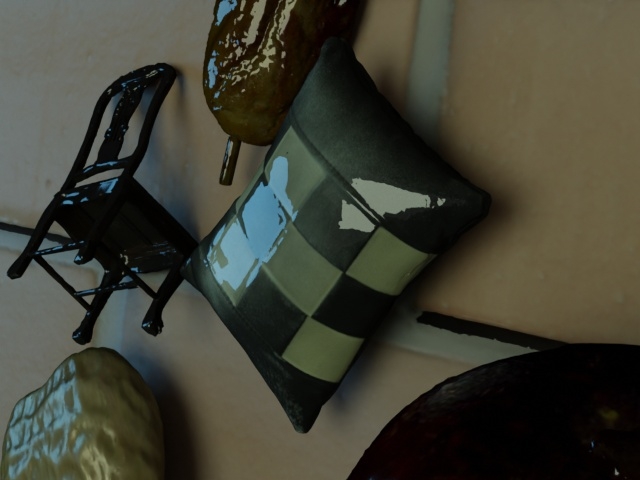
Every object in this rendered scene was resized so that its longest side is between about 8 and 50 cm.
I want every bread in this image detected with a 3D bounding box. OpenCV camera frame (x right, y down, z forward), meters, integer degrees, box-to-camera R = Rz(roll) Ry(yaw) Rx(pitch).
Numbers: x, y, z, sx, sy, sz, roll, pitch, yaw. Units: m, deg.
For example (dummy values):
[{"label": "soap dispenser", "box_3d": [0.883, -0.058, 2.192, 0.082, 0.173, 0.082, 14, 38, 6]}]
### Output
[{"label": "bread", "box_3d": [-0.031, -0.204, 0.870, 0.124, 0.084, 0.344, 27, 105, 35]}]

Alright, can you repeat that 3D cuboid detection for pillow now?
[{"label": "pillow", "box_3d": [0.000, 0.000, 0.826, 0.186, 0.106, 0.250, 52, 122, 27]}]

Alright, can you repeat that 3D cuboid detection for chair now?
[{"label": "chair", "box_3d": [-0.168, -0.036, 0.980, 0.106, 0.113, 0.229, -9, 45, 37]}]

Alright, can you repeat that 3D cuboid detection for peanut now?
[{"label": "peanut", "box_3d": [-0.219, 0.209, 0.986, 0.233, 0.110, 0.196, -34, 61, 32]}]

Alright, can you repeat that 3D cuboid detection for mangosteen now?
[{"label": "mangosteen", "box_3d": [0.148, 0.201, 0.611, 0.297, 0.293, 0.297, -4, 70, 10]}]
